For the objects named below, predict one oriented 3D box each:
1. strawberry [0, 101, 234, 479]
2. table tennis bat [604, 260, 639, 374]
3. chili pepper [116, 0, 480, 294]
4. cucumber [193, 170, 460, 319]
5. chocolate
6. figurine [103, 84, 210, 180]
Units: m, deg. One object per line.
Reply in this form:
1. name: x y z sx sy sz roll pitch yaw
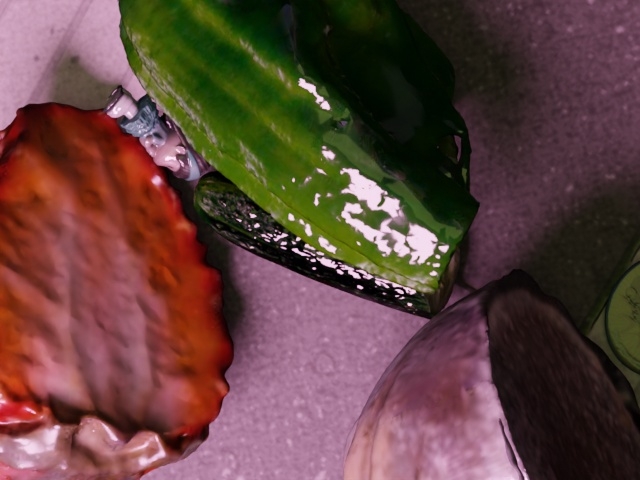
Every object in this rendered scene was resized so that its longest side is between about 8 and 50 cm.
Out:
1. strawberry: -0.217 0.053 1.147 0.149 0.265 0.336 -32 59 46
2. table tennis bat: 0.308 0.046 1.157 0.100 0.019 0.155 32 97 6
3. chili pepper: -0.004 -0.133 1.096 0.385 0.167 0.213 43 74 11
4. cucumber: 0.000 -0.001 1.166 0.241 0.074 0.074 18 93 8
5. chocolate: 0.130 0.202 1.066 0.213 0.303 0.303 -28 88 27
6. figurine: -0.139 -0.092 1.164 0.106 0.060 0.047 38 82 -20
